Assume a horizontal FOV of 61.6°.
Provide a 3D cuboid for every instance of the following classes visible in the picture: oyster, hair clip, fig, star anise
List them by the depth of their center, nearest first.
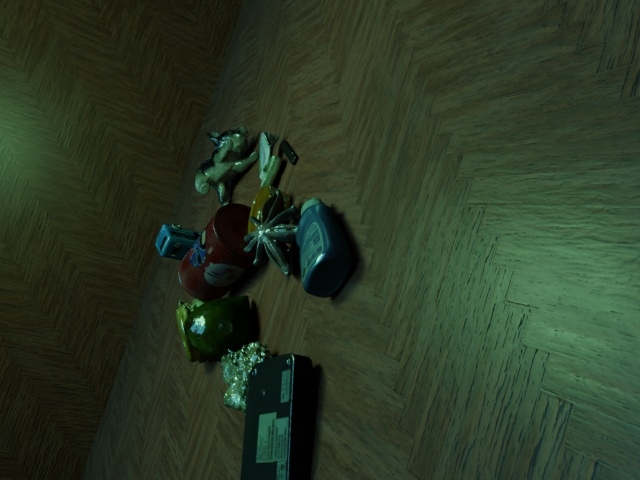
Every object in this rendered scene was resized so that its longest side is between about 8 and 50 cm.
[{"bbox_3d":[-0.188,0.362,1.429,0.260,0.092,0.198,29,97,61],"label":"oyster"},{"bbox_3d":[-0.121,-0.010,1.520,0.198,0.111,0.257,-51,48,5],"label":"star anise"},{"bbox_3d":[-0.289,0.244,1.618,0.195,0.195,0.244,-29,24,56],"label":"fig"},{"bbox_3d":[-0.184,-0.272,1.902,0.159,0.071,0.218,129,148,-57],"label":"hair clip"}]

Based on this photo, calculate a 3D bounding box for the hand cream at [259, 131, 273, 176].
[{"bbox_3d":[-0.213,-0.322,2.035,0.076,0.047,0.174,131,147,-70],"label":"hand cream"}]

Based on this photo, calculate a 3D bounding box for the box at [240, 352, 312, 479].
[{"bbox_3d":[-0.102,0.438,1.189,0.211,0.058,0.349,-29,52,47],"label":"box"}]

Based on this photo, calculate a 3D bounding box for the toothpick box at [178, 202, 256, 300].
[{"bbox_3d":[-0.331,0.047,1.816,0.333,0.204,0.204,-46,34,44],"label":"toothpick box"}]

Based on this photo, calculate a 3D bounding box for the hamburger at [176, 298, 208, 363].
[{"bbox_3d":[-0.429,0.321,1.883,0.189,0.122,0.214,37,137,56],"label":"hamburger"}]

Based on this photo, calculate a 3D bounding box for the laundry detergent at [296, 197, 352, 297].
[{"bbox_3d":[0.000,0.000,1.313,0.289,0.094,0.143,-101,32,-53],"label":"laundry detergent"}]

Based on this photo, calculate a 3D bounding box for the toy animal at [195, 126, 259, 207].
[{"bbox_3d":[-0.415,-0.348,2.293,0.344,0.194,0.302,-53,35,23],"label":"toy animal"}]

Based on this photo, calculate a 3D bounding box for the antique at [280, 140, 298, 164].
[{"bbox_3d":[-0.108,-0.302,1.833,0.031,0.015,0.192,-62,26,17],"label":"antique"}]

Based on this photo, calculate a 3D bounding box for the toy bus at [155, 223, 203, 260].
[{"bbox_3d":[-0.546,0.023,2.233,0.113,0.247,0.134,-61,37,18],"label":"toy bus"}]

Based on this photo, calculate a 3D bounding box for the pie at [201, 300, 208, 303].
[{"bbox_3d":[-0.469,0.168,2.091,0.052,0.185,0.218,-26,42,-5],"label":"pie"}]

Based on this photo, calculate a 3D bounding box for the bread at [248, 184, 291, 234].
[{"bbox_3d":[-0.166,-0.076,1.684,0.132,0.114,0.190,-37,36,54],"label":"bread"}]
